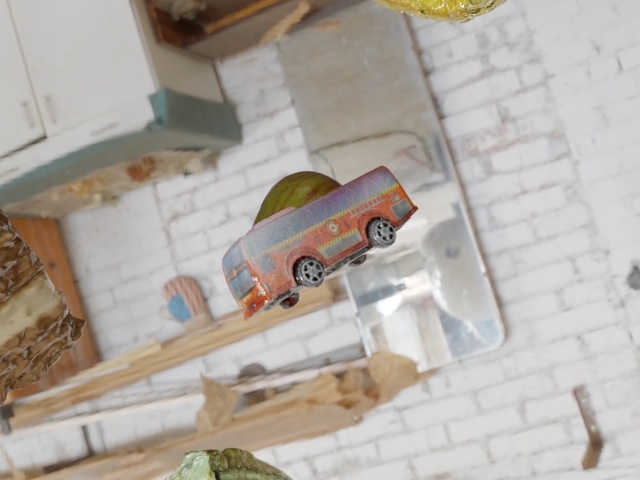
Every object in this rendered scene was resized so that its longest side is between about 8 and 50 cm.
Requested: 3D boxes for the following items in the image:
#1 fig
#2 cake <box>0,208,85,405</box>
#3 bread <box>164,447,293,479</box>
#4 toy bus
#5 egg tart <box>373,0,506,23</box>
[{"bbox_3d":[-0.031,0.001,0.975,0.103,0.109,0.154,18,-125,44],"label":"fig"},{"bbox_3d":[-0.373,0.014,0.714,0.282,0.256,0.290,-40,156,-16],"label":"cake"},{"bbox_3d":[-0.044,0.230,0.677,0.110,0.156,0.103,22,120,-41],"label":"bread"},{"bbox_3d":[0.000,0.000,0.835,0.192,0.077,0.065,-29,172,-34],"label":"toy bus"},{"bbox_3d":[0.098,-0.312,0.877,0.234,0.234,0.094,-26,-151,56],"label":"egg tart"}]
